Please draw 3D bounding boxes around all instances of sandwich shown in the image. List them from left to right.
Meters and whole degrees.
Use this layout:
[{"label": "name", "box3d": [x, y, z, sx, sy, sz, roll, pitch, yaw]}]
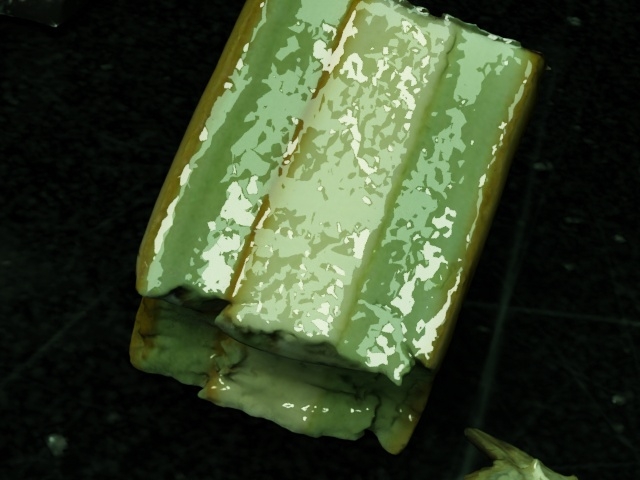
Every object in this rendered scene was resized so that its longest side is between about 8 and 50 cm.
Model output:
[{"label": "sandwich", "box3d": [0.000, 0.000, 0.866, 0.155, 0.227, 0.198, 20, 77, 3]}]

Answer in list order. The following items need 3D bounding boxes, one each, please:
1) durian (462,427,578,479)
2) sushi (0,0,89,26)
[{"label": "durian", "box3d": [0.102, 0.162, 0.724, 0.148, 0.091, 0.188, -2, 51, -37]}, {"label": "sushi", "box3d": [-0.217, -0.269, 1.010, 0.227, 0.212, 0.215, 26, 42, 10]}]
